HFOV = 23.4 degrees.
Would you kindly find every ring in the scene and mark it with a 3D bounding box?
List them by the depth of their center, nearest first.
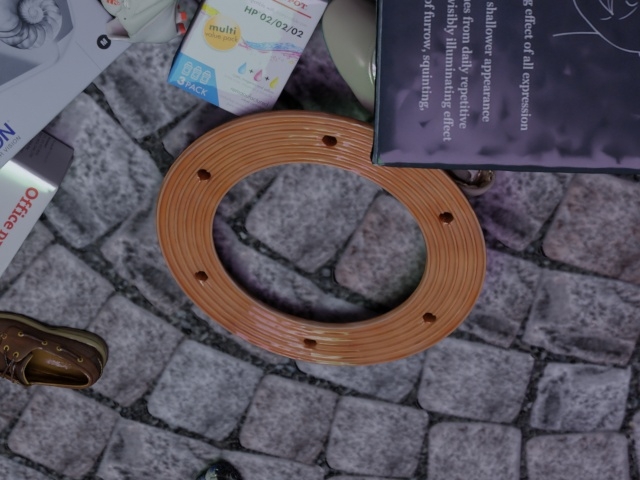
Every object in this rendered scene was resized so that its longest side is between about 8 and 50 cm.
[{"bbox_3d":[0.000,0.000,1.553,0.336,0.032,0.337,7,133,7],"label":"ring"}]

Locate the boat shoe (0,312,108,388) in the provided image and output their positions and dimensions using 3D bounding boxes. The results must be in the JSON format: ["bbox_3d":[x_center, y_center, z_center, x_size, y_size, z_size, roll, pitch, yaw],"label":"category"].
[{"bbox_3d":[-0.320,0.122,1.661,0.178,0.060,0.064,10,120,-2],"label":"boat shoe"}]

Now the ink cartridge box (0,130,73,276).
[{"bbox_3d":[-0.371,-0.069,1.541,0.203,0.086,0.148,31,116,-13],"label":"ink cartridge box"}]

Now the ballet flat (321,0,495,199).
[{"bbox_3d":[0.092,-0.133,1.476,0.086,0.086,0.248,-26,120,17],"label":"ballet flat"}]

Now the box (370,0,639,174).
[{"bbox_3d":[0.243,-0.206,1.306,0.395,0.212,0.294,2,96,3],"label":"box"}]

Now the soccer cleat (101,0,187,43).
[{"bbox_3d":[-0.159,-0.231,1.379,0.076,0.068,0.196,-12,158,-11],"label":"soccer cleat"}]

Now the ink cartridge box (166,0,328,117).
[{"bbox_3d":[-0.060,-0.212,1.456,0.104,0.061,0.181,24,118,-11],"label":"ink cartridge box"}]

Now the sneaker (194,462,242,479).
[{"bbox_3d":[-0.098,0.314,1.769,0.058,0.052,0.135,-26,108,27],"label":"sneaker"}]

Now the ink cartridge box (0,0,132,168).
[{"bbox_3d":[-0.326,-0.193,1.434,0.223,0.045,0.224,-46,111,-8],"label":"ink cartridge box"}]
